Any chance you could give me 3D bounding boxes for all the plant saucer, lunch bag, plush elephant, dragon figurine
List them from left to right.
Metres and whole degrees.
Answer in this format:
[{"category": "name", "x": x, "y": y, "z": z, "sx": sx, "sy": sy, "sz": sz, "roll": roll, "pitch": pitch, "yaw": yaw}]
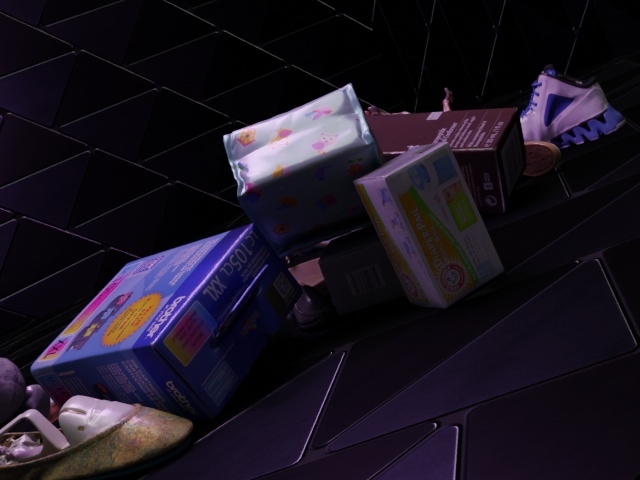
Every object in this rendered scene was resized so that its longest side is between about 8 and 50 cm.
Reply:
[{"category": "plush elephant", "x": -0.607, "y": 0.248, "z": 1.457, "sx": 0.255, "sy": 0.272, "sz": 0.330, "roll": -31, "pitch": 55, "yaw": -15}, {"category": "plant saucer", "x": -0.073, "y": 0.102, "z": 1.661, "sx": 0.277, "sy": 0.041, "sz": 0.278, "roll": -23, "pitch": 9, "yaw": 4}, {"category": "lunch bag", "x": -0.001, "y": -0.079, "z": 1.379, "sx": 0.223, "sy": 0.262, "sz": 0.160, "roll": -20, "pitch": 54, "yaw": 4}, {"category": "dragon figurine", "x": 0.000, "y": 0.000, "z": 1.833, "sx": 0.144, "sy": 0.085, "sz": 0.289, "roll": -3, "pitch": -5, "yaw": 0}]

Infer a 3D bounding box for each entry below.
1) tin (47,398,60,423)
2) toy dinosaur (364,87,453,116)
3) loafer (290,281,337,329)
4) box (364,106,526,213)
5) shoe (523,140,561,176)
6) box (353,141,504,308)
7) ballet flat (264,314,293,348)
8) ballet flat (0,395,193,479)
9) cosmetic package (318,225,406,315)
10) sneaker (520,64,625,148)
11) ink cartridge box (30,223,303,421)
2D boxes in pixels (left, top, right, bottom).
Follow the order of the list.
[{"category": "tin", "x": -0.545, "y": 0.328, "z": 1.618, "sx": 0.189, "sy": 0.040, "sz": 0.106, "roll": -20, "pitch": 5, "yaw": 26}, {"category": "toy dinosaur", "x": 0.228, "y": -0.186, "z": 1.873, "sx": 0.200, "sy": 0.296, "sz": 0.127, "roll": -37, "pitch": -6, "yaw": 26}, {"category": "loafer", "x": -0.021, "y": 0.103, "z": 1.442, "sx": 0.062, "sy": 0.061, "sz": 0.170, "roll": -26, "pitch": 9, "yaw": -17}, {"category": "box", "x": 0.186, "y": -0.153, "z": 1.716, "sx": 0.381, "sy": 0.143, "sz": 0.191, "roll": -1, "pitch": 31, "yaw": 27}, {"category": "shoe", "x": 0.418, "y": -0.168, "z": 1.821, "sx": 0.058, "sy": 0.077, "sz": 0.219, "roll": -34, "pitch": 10, "yaw": -26}, {"category": "box", "x": 0.151, "y": -0.020, "z": 1.239, "sx": 0.114, "sy": 0.203, "sz": 0.103, "roll": -30, "pitch": 11, "yaw": -19}, {"category": "ballet flat", "x": -0.131, "y": 0.146, "z": 1.443, "sx": 0.068, "sy": 0.072, "sz": 0.213, "roll": -24, "pitch": 7, "yaw": -42}, {"category": "ballet flat", "x": -0.333, "y": 0.264, "z": 1.158, "sx": 0.348, "sy": 0.123, "sz": 0.123, "roll": -21, "pitch": 9, "yaw": 21}, {"category": "cosmetic package", "x": 0.083, "y": 0.030, "z": 1.460, "sx": 0.127, "sy": 0.107, "sz": 0.238, "roll": -19, "pitch": 13, "yaw": 10}, {"category": "sneaker", "x": 0.489, "y": -0.283, "z": 1.962, "sx": 0.315, "sy": 0.182, "sz": 0.127, "roll": -20, "pitch": 8, "yaw": 24}, {"category": "ink cartridge box", "x": -0.210, "y": 0.131, "z": 1.321, "sx": 0.395, "sy": 0.151, "sz": 0.270, "roll": -14, "pitch": 29, "yaw": 42}]
